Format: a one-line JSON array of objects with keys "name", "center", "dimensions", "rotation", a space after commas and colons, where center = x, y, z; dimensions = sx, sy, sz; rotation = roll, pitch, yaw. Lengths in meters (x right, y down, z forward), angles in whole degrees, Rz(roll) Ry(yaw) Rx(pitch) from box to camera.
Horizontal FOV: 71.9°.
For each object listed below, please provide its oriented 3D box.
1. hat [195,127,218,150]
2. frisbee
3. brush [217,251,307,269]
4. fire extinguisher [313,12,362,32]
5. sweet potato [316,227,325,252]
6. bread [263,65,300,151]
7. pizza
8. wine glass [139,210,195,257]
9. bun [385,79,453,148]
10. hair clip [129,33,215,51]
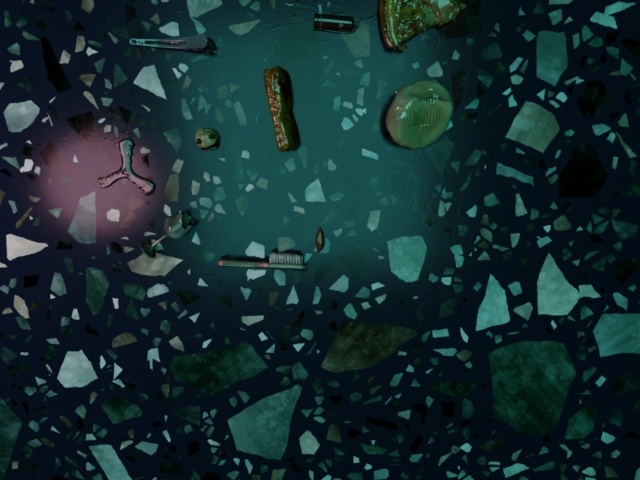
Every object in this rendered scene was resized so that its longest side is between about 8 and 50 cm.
[{"name": "hat", "center": [-0.395, -0.351, 1.525], "dimensions": [0.077, 0.059, 0.076], "rotation": [2, 97, 3]}, {"name": "frisbee", "center": [-0.703, -0.232, 1.567], "dimensions": [0.187, 0.012, 0.211], "rotation": [-27, 101, 5]}, {"name": "brush", "center": [-0.211, 0.073, 1.612], "dimensions": [0.327, 0.070, 0.065], "rotation": [2, 83, 1]}, {"name": "fire extinguisher", "center": [0.057, -0.722, 1.464], "dimensions": [0.158, 0.043, 0.064], "rotation": [5, 131, -1]}, {"name": "sweet potato", "center": [0.000, 0.000, 1.610], "dimensions": [0.034, 0.034, 0.095], "rotation": [2, 105, -1]}, {"name": "bread", "center": [-0.126, -0.434, 1.472], "dimensions": [0.077, 0.139, 0.271], "rotation": [-7, 100, 11]}, {"name": "pizza", "center": [0.313, -0.741, 1.451], "dimensions": [0.288, 0.074, 0.251], "rotation": [23, 103, -4]}, {"name": "wine glass", "center": [-0.544, -0.023, 1.577], "dimensions": [0.195, 0.079, 0.079], "rotation": [-37, 99, 7]}, {"name": "bun", "center": [0.324, -0.429, 1.482], "dimensions": [0.229, 0.145, 0.229], "rotation": [-12, 133, -13]}, {"name": "hair clip", "center": [-0.495, -0.653, 1.467], "dimensions": [0.275, 0.083, 0.048], "rotation": [1, 107, 6]}]
